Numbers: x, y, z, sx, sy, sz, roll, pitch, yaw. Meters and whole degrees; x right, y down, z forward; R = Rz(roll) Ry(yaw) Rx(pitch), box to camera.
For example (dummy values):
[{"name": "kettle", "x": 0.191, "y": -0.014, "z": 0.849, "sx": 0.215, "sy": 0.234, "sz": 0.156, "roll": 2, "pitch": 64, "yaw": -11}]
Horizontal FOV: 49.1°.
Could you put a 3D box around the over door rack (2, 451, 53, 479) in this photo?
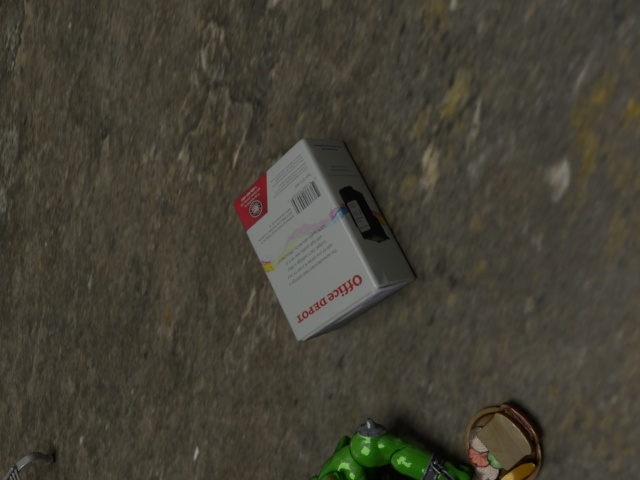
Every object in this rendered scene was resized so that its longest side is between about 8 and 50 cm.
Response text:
[{"name": "over door rack", "x": -0.515, "y": 0.547, "z": 1.164, "sx": 0.324, "sy": 0.108, "sz": 0.239, "roll": -46, "pitch": 57, "yaw": 10}]

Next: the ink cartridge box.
[{"name": "ink cartridge box", "x": 0.000, "y": 0.000, "z": 0.743, "sx": 0.127, "sy": 0.072, "sz": 0.175, "roll": -37, "pitch": 71, "yaw": 35}]

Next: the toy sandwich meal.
[{"name": "toy sandwich meal", "x": 0.168, "y": 0.194, "z": 0.653, "sx": 0.085, "sy": 0.029, "sz": 0.085, "roll": 5, "pitch": 97, "yaw": 39}]

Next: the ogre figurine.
[{"name": "ogre figurine", "x": 0.050, "y": 0.265, "z": 0.722, "sx": 0.118, "sy": 0.097, "sz": 0.197, "roll": 42, "pitch": 136, "yaw": 8}]
